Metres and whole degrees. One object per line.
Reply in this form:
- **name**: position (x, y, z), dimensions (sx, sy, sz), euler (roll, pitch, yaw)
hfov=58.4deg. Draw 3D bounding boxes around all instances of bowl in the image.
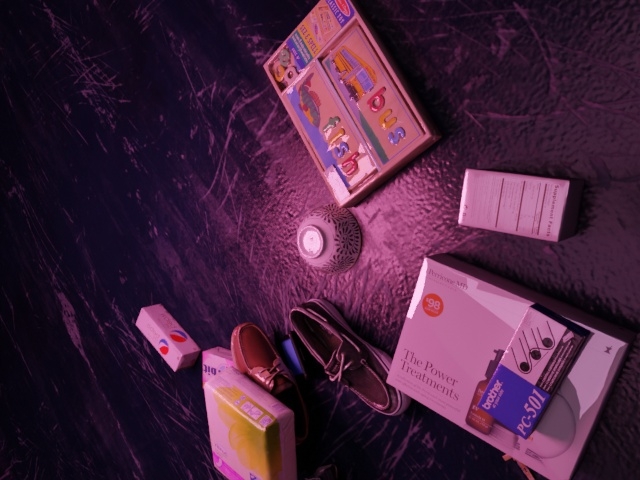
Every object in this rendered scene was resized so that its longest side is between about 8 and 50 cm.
- **bowl**: position (0.000, 0.000, 1.306), dimensions (0.170, 0.080, 0.170), euler (5, 98, 38)

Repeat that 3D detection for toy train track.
- **toy train track**: position (0.383, 0.422, 1.099), dimensions (0.048, 0.014, 0.083), euler (-39, 77, 26)

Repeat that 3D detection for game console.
- **game console**: position (-0.067, 0.287, 1.398), dimensions (0.071, 0.107, 0.122), euler (-24, 80, 8)

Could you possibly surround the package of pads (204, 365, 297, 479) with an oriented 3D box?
- **package of pads**: position (-0.163, 0.466, 1.344), dimensions (0.229, 0.101, 0.297), euler (25, 127, 38)

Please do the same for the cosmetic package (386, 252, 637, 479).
- **cosmetic package**: position (0.332, 0.222, 1.066), dimensions (0.377, 0.097, 0.284), euler (24, 107, 33)

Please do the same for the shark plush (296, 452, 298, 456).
- **shark plush**: position (-0.113, 0.548, 1.491), dimensions (0.161, 0.073, 0.067), euler (120, 141, -49)

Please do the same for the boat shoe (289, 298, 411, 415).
- **boat shoe**: position (0.050, 0.266, 1.271), dimensions (0.335, 0.119, 0.121), euler (41, 118, 27)

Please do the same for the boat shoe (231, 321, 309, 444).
- **boat shoe**: position (-0.112, 0.344, 1.393), dimensions (0.324, 0.123, 0.116), euler (63, 148, 3)

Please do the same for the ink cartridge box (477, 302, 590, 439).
- **ink cartridge box**: position (0.353, 0.219, 0.960), dimensions (0.097, 0.046, 0.207), euler (32, 112, 32)

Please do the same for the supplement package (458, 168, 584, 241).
- **supplement package**: position (0.352, -0.067, 1.010), dimensions (0.179, 0.105, 0.105), euler (13, 103, 36)

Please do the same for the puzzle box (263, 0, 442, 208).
- **puzzle box**: position (0.055, -0.310, 1.247), dimensions (0.272, 0.052, 0.409), euler (-38, 72, 33)

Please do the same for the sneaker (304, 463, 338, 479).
- **sneaker**: position (0.049, 0.620, 1.333), dimensions (0.226, 0.086, 0.163), euler (2, 98, 38)

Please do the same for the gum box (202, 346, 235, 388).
- **gum box**: position (-0.230, 0.362, 1.534), dimensions (0.188, 0.062, 0.107), euler (8, 100, 37)

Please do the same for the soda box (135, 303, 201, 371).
- **soda box**: position (-0.450, 0.284, 1.688), dimensions (0.216, 0.074, 0.069), euler (40, 117, 28)
